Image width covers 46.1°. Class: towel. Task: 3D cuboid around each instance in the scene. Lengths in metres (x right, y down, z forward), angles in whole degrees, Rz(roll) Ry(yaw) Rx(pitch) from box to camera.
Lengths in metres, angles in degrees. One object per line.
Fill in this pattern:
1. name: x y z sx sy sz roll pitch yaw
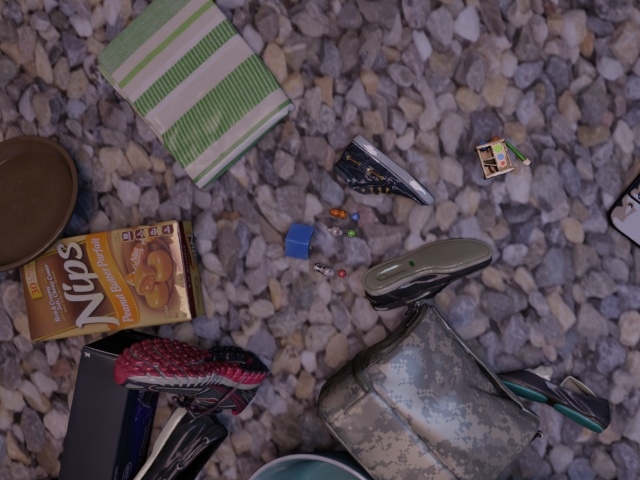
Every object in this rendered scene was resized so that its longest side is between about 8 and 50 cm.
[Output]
1. towel: -0.233 -0.290 1.383 0.248 0.038 0.325 -40 84 7

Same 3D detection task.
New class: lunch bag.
1. lunch bag: 0.182 0.285 1.251 0.256 0.212 0.305 -43 88 6

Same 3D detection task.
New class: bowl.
1. bowl: 0.022 0.490 1.291 0.312 0.163 0.311 3 97 22

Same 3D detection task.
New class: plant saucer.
1. plant saucer: -0.567 -0.066 1.392 0.278 0.041 0.277 -6 66 13

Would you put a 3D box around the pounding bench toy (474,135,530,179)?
1. pounding bench toy: 0.313 -0.148 1.293 0.083 0.052 0.065 -17 89 9

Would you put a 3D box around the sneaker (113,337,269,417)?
1. sneaker: -0.217 0.246 1.283 0.121 0.299 0.112 35 103 44

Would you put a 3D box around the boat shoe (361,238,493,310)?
1. boat shoe: 0.190 0.060 1.321 0.233 0.084 0.079 -19 127 2

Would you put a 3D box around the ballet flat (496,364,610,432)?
1. ballet flat: 0.402 0.258 1.295 0.203 0.074 0.074 24 96 13

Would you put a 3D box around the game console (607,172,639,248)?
1. game console: 0.649 -0.072 1.176 0.250 0.173 0.293 40 97 10

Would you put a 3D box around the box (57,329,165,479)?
1. box: -0.368 0.308 1.352 0.103 0.184 0.261 12 95 9

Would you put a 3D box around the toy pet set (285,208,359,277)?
1. toy pet set: 0.000 0.000 1.342 0.114 0.065 0.122 12 94 8

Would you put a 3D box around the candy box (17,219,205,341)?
1. candy box: -0.386 0.075 1.393 0.316 0.087 0.182 -9 89 9

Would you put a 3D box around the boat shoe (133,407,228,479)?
1. boat shoe: -0.275 0.459 1.374 0.113 0.127 0.340 30 87 18

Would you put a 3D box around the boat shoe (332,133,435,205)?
1. boat shoe: 0.110 -0.101 1.325 0.183 0.065 0.083 40 99 12

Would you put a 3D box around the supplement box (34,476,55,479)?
1. supplement box: -0.475 0.539 1.375 0.239 0.073 0.130 11 95 44
